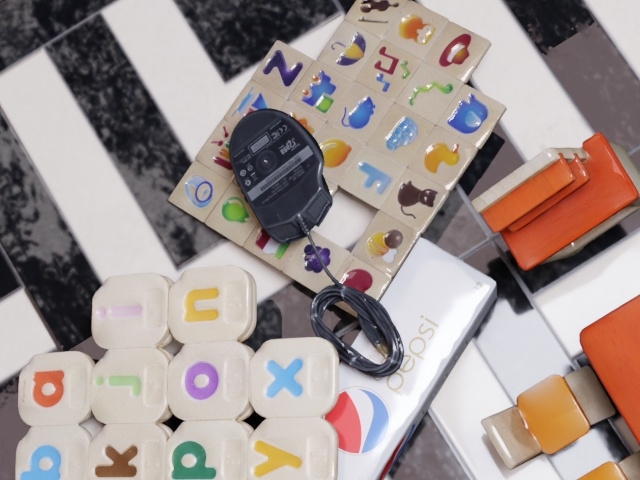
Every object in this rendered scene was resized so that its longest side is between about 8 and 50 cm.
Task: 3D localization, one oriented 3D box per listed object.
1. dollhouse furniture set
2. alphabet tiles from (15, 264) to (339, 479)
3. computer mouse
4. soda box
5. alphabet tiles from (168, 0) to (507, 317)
[{"bbox_3d":[0.217,0.062,1.035,0.262,0.135,0.259,-37,76,27],"label":"dollhouse furniture set"},{"bbox_3d":[-0.109,0.162,1.120,0.278,0.021,0.284,-6,77,27],"label":"alphabet tiles"},{"bbox_3d":[0.000,0.000,1.130,0.071,0.041,0.242,-34,64,16],"label":"computer mouse"},{"bbox_3d":[0.047,0.109,1.129,0.069,0.074,0.216,31,83,11],"label":"soda box"},{"bbox_3d":[0.021,-0.083,1.182,0.198,0.009,0.237,31,83,25],"label":"alphabet tiles"}]
